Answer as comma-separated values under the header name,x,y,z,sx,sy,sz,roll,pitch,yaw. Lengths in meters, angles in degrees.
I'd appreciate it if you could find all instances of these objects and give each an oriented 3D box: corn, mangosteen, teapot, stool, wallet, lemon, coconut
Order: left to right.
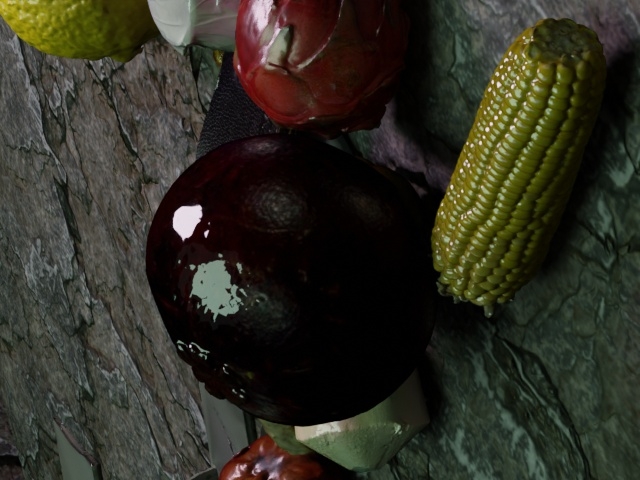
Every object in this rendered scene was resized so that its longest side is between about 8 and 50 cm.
name,x,y,z,sx,sy,sz,roll,pitch,yaw
lemon,-0.283,-0.368,1.788,0.268,0.268,0.322,-2,107,64
stool,-0.228,0.360,2.153,0.170,0.243,0.270,31,133,54
teapot,-0.089,-0.286,1.542,0.163,0.178,0.221,63,152,19
wallet,-0.077,-0.105,1.698,0.221,0.071,0.262,-116,33,-53
mangosteen,-0.015,0.031,1.442,0.297,0.293,0.297,54,165,21
coconut,0.039,0.174,1.615,0.147,0.147,0.153,147,113,-64
corn,0.164,-0.061,1.256,0.106,0.106,0.305,56,150,32

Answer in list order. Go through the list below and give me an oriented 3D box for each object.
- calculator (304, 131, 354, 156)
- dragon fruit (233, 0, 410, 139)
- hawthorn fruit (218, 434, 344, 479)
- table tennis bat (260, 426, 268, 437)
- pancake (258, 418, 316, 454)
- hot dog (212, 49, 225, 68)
name,x,y,z,sx,sy,sz,roll,pitch,yaw
calculator,0.000,0.000,1.704,0.185,0.041,0.299,39,136,50
dragon fruit,0.000,-0.193,1.438,0.172,0.172,0.209,43,141,47
hawthorn fruit,-0.039,0.330,1.876,0.179,0.173,0.173,49,157,-11
table tennis bat,-0.044,0.363,2.049,0.154,0.021,0.274,40,138,49
pancake,-0.093,0.098,1.775,0.356,0.065,0.356,61,-176,-8
hot dog,-0.112,-0.223,1.797,0.090,0.034,0.030,46,145,42
